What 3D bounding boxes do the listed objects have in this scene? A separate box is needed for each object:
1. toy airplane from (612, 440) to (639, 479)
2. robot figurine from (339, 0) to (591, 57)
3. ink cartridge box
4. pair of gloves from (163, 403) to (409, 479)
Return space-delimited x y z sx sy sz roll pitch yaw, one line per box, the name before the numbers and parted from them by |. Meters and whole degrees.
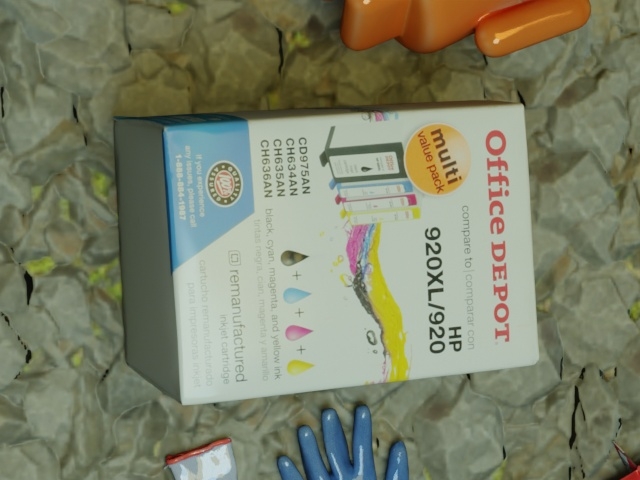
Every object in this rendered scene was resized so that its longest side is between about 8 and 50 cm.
toy airplane | 0.257 0.211 1.299 0.151 0.028 0.151 -2 95 -19
robot figurine | 0.100 -0.206 1.162 0.219 0.158 0.128 -26 124 -13
ink cartridge box | 0.000 0.000 1.127 0.232 0.168 0.171 -5 96 -17
pair of gloves | -0.026 0.203 1.215 0.198 0.023 0.159 -13 99 -16
